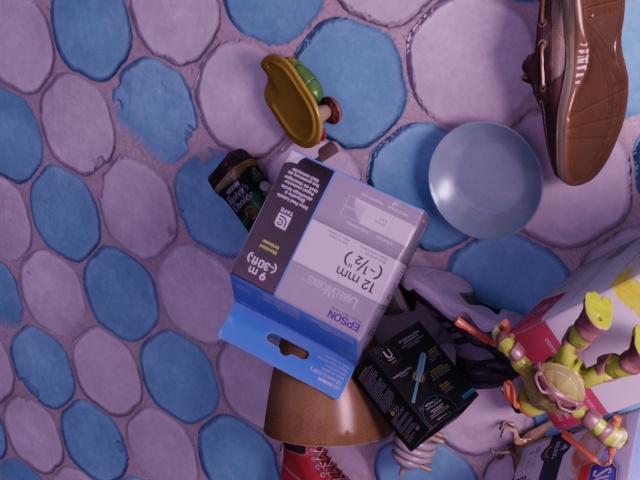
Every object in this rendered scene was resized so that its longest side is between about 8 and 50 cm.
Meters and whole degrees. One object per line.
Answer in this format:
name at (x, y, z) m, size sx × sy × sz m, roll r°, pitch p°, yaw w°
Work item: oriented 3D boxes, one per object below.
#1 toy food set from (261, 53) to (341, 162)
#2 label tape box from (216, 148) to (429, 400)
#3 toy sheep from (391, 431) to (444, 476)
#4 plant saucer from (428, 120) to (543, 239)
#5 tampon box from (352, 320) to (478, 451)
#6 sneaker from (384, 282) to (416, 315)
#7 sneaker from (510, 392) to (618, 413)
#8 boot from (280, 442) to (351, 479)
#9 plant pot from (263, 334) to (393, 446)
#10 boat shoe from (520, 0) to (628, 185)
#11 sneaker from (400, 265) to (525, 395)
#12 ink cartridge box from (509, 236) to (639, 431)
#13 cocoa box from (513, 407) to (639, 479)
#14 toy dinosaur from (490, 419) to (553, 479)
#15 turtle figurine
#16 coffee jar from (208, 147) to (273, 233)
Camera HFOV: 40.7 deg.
toy food set at (-0.022, -0.238, 1.523) m, size 0.218 × 0.071 × 0.128 m, roll 59°, pitch 149°, yaw 5°
label tape box at (-0.007, 0.059, 1.441) m, size 0.249 × 0.115 × 0.348 m, roll 26°, pitch 88°, yaw 13°
toy sheep at (0.174, 0.379, 1.590) m, size 0.091 × 0.091 × 0.132 m, roll 24°, pitch 99°, yaw 24°
plant saucer at (0.270, -0.099, 1.396) m, size 0.195 × 0.037 × 0.195 m, roll 11°, pitch 112°, yaw 30°
tampon box at (0.157, 0.243, 1.443) m, size 0.161 × 0.120 × 0.101 m, roll 51°, pitch 147°, yaw 20°
sneaker at (0.096, 0.049, 1.537) m, size 0.086 × 0.064 × 0.192 m, roll -19°, pitch 99°, yaw 30°
sneaker at (0.399, 0.265, 1.413) m, size 0.188 × 0.067 × 0.078 m, roll -14°, pitch 80°, yaw 32°
boot at (0.022, 0.461, 1.715) m, size 0.244 × 0.088 × 0.176 m, roll 14°, pitch 111°, yaw 32°
plant pot at (0.015, 0.220, 1.569) m, size 0.237 × 0.237 × 0.254 m, roll 2°, pitch 93°, yaw 32°
boat shoe at (0.360, -0.253, 1.257) m, size 0.123 × 0.123 × 0.342 m, roll 28°, pitch 130°, yaw 56°
sneaker at (0.235, 0.161, 1.466) m, size 0.268 × 0.101 × 0.153 m, roll 31°, pitch 120°, yaw 21°
ink cartridge box at (0.473, 0.074, 1.141) m, size 0.384 × 0.279 × 0.160 m, roll -38°, pitch 83°, yaw 46°
cocoa box at (0.423, 0.459, 1.281) m, size 0.228 × 0.347 × 0.231 m, roll -32°, pitch 98°, yaw 35°
toy dinosaur at (0.355, 0.345, 1.495) m, size 0.092 × 0.053 × 0.183 m, roll 25°, pitch 121°, yaw 5°
turtle figurine at (0.297, 0.159, 1.080) m, size 0.269 × 0.087 × 0.217 m, roll 46°, pitch 134°, yaw 13°
coffee jar at (-0.128, -0.080, 1.628) m, size 0.184 × 0.079 × 0.096 m, roll 51°, pitch 125°, yaw 8°
